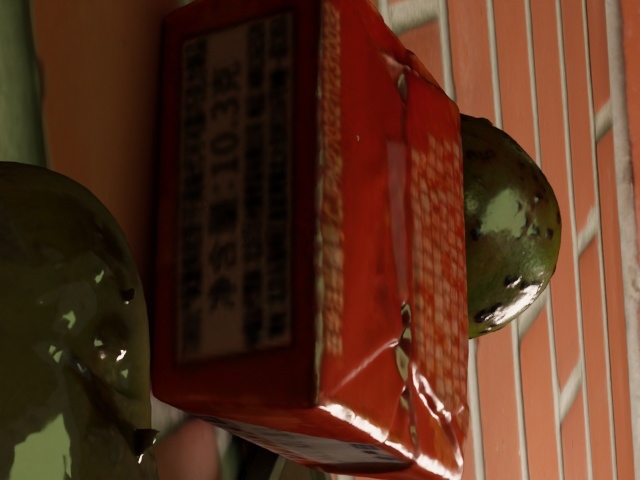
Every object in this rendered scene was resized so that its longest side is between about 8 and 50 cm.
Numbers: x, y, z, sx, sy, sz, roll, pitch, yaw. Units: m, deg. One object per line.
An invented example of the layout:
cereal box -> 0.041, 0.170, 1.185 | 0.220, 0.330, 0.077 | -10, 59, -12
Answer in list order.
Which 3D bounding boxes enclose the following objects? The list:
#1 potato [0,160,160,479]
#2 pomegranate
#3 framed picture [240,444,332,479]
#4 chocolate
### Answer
potato -> -0.117, 0.099, 0.537 | 0.165, 0.165, 0.262 | 52, 35, -63
pomegranate -> 0.062, 0.007, 1.155 | 0.205, 0.159, 0.159 | -53, 147, -20
framed picture -> -0.029, 0.272, 1.015 | 0.335, 0.022, 0.247 | -66, 149, -54
chocolate -> 0.000, 0.000, 0.976 | 0.235, 0.108, 0.237 | 37, 52, -64
